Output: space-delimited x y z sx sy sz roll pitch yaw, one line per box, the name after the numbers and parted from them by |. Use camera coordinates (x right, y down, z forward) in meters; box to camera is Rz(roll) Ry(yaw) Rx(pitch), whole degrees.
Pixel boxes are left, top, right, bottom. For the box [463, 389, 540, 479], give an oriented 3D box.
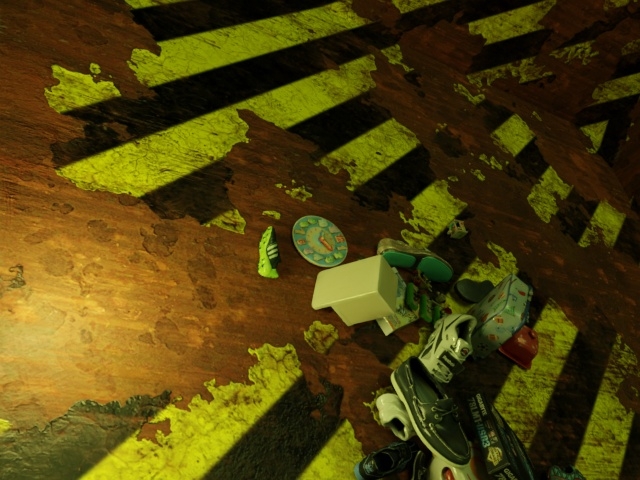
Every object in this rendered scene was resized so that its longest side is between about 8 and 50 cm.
0.546 0.629 1.672 0.293 0.073 0.295 49 16 -20 | box

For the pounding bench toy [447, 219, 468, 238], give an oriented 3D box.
0.553 -0.051 2.386 0.083 0.052 0.065 10 51 -29 | pounding bench toy

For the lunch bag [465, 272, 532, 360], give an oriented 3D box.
0.603 0.258 1.987 0.115 0.303 0.243 36 42 -1 | lunch bag

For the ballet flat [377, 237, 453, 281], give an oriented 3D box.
0.347 0.059 2.117 0.316 0.107 0.106 21 33 -22 | ballet flat

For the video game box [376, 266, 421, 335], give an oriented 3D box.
0.237 0.201 1.958 0.187 0.048 0.205 -17 68 -41 | video game box

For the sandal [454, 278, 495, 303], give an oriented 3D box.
0.591 0.201 2.218 0.255 0.054 0.097 6 60 -44 | sandal

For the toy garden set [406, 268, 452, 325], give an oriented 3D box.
0.405 0.219 2.024 0.244 0.049 0.203 40 30 -16 | toy garden set

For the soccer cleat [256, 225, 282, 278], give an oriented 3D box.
-0.155 0.039 1.805 0.072 0.060 0.178 26 51 -30 | soccer cleat

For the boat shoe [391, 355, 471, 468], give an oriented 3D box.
0.321 0.462 1.610 0.127 0.113 0.340 6 35 -29 | boat shoe

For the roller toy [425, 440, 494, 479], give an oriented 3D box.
0.394 0.673 1.613 0.209 0.146 0.191 41 32 -5 | roller toy

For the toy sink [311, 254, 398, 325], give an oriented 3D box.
0.112 0.167 1.814 0.131 0.234 0.152 53 33 -34 | toy sink

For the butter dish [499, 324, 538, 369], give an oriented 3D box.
0.753 0.368 2.141 0.160 0.118 0.159 34 44 -9 | butter dish

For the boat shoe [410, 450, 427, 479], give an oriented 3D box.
0.276 0.649 1.600 0.046 0.038 0.125 51 50 -40 | boat shoe

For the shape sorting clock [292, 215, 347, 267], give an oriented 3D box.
0.000 0.000 1.954 0.206 0.040 0.206 20 47 -22 | shape sorting clock

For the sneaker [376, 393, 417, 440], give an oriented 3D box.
0.265 0.536 1.672 0.232 0.090 0.115 20 39 -9 | sneaker

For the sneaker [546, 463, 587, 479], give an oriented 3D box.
0.845 0.790 1.877 0.262 0.104 0.125 19 45 -23 | sneaker

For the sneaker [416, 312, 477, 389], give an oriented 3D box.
0.401 0.365 1.832 0.122 0.146 0.330 37 62 -17 | sneaker

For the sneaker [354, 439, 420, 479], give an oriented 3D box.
0.202 0.597 1.578 0.232 0.090 0.081 -9 62 -40 | sneaker
